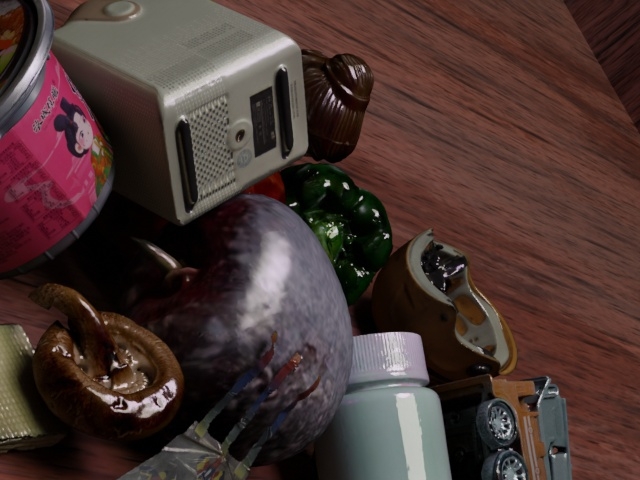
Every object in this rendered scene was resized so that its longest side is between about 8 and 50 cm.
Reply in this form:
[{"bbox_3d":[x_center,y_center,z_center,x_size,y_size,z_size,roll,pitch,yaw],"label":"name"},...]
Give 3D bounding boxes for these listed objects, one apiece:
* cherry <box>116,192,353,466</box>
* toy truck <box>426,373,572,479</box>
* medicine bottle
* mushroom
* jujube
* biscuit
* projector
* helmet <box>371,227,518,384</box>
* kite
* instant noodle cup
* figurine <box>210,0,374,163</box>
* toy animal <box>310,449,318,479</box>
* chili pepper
[{"bbox_3d":[-0.087,0.088,1.834,0.296,0.218,0.255,52,39,-40],"label":"cherry"},{"bbox_3d":[0.213,0.318,2.042,0.184,0.133,0.338,0,77,-44],"label":"toy truck"},{"bbox_3d":[0.063,0.218,1.954,0.139,0.139,0.225,13,65,-56],"label":"medicine bottle"},{"bbox_3d":[-0.202,0.109,1.671,0.170,0.080,0.135,52,34,6],"label":"mushroom"},{"bbox_3d":[-0.144,-0.046,2.006,0.174,0.174,0.250,56,31,10],"label":"jujube"},{"bbox_3d":[-0.305,0.129,1.608,0.199,0.040,0.121,2,57,-60],"label":"biscuit"},{"bbox_3d":[-0.152,-0.141,1.819,0.177,0.163,0.242,-31,40,-34],"label":"projector"},{"bbox_3d":[0.143,0.101,2.361,0.224,0.130,0.198,44,26,-42],"label":"helmet"},{"bbox_3d":[-0.094,0.196,1.702,0.015,0.245,0.141,21,-23,51],"label":"kite"},{"bbox_3d":[-0.303,-0.082,1.697,0.181,0.258,0.302,53,49,-37],"label":"instant noodle cup"},{"bbox_3d":[-0.090,-0.171,2.112,0.315,0.168,0.187,28,-14,31],"label":"figurine"},{"bbox_3d":[0.095,0.278,2.097,0.224,0.066,0.229,54,31,4],"label":"toy animal"},{"bbox_3d":[0.000,0.000,2.159,0.174,0.165,0.261,59,-7,-17],"label":"chili pepper"}]
